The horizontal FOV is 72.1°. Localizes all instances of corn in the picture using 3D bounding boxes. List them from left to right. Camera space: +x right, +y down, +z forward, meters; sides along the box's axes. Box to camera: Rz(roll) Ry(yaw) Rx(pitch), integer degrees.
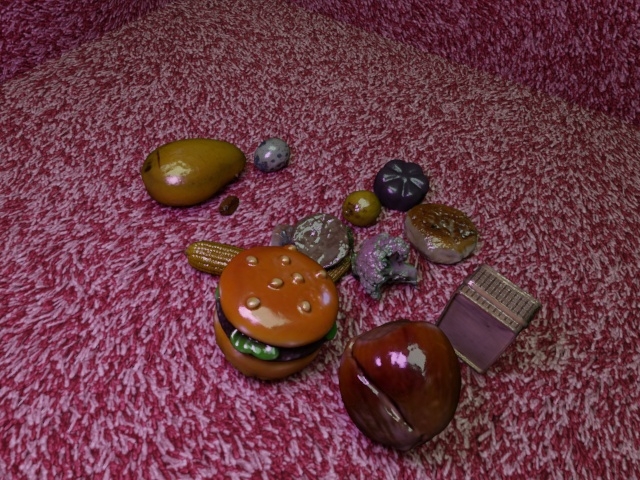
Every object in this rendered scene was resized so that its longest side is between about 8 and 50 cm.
[{"bbox_3d":[-0.310,0.080,1.582,0.363,0.120,0.120,14,51,1],"label":"corn"},{"bbox_3d":[0.045,0.121,1.621,0.068,0.068,0.207,34,54,19],"label":"corn"}]

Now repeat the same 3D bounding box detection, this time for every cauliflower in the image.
[{"bbox_3d":[0.255,0.095,1.609,0.315,0.239,0.256,23,9,-11],"label":"cauliflower"}]

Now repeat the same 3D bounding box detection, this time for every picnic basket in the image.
[{"bbox_3d":[0.529,0.249,1.419,0.228,0.313,0.175,39,58,23],"label":"picnic basket"}]

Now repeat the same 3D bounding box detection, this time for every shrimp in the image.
[{"bbox_3d":[-0.103,0.054,1.633,0.164,0.062,0.316,10,45,-28],"label":"shrimp"}]

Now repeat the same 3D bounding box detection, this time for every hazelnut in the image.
[{"bbox_3d":[0.232,0.399,1.261,0.315,0.372,0.372,26,39,-38],"label":"hazelnut"}]

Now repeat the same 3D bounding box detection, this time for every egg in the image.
[{"bbox_3d":[-0.218,-0.378,1.952,0.141,0.141,0.182,39,65,23],"label":"egg"}]

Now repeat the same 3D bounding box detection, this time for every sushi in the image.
[{"bbox_3d":[-0.379,-0.144,1.796,0.055,0.052,0.120,8,51,23],"label":"sushi"}]

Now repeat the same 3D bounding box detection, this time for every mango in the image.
[{"bbox_3d":[-0.505,-0.294,1.800,0.445,0.220,0.301,-24,55,-28],"label":"mango"}]

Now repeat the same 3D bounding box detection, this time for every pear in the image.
[{"bbox_3d":[0.169,-0.133,1.795,0.162,0.149,0.149,-22,57,-29],"label":"pear"}]

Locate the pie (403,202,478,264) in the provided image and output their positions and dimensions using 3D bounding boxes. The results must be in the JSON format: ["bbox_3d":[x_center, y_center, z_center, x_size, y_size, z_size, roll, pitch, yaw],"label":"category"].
[{"bbox_3d":[0.497,-0.041,1.798,0.315,0.092,0.315,4,49,-4],"label":"pie"}]

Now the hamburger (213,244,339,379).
[{"bbox_3d":[-0.132,0.209,1.346,0.396,0.277,0.395,12,42,-12],"label":"hamburger"}]

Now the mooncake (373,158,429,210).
[{"bbox_3d":[0.352,-0.244,1.923,0.245,0.133,0.245,3,58,-4],"label":"mooncake"}]

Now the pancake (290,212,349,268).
[{"bbox_3d":[0.000,0.001,1.620,0.222,0.042,0.236,-37,60,-17],"label":"pancake"}]

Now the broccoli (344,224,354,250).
[{"bbox_3d":[0.065,0.001,1.700,0.130,0.131,0.120,-9,13,1],"label":"broccoli"}]
